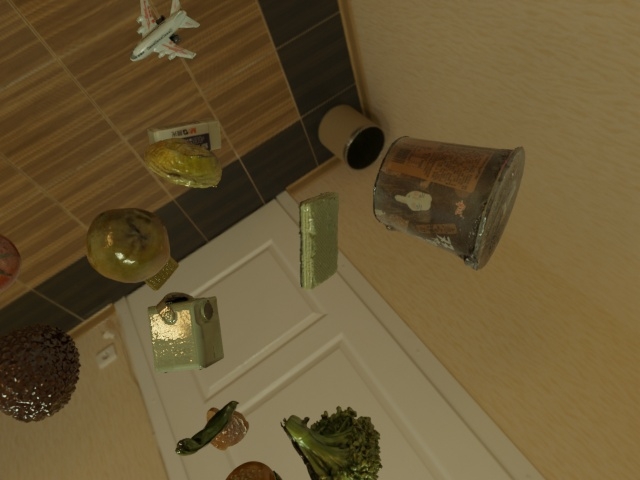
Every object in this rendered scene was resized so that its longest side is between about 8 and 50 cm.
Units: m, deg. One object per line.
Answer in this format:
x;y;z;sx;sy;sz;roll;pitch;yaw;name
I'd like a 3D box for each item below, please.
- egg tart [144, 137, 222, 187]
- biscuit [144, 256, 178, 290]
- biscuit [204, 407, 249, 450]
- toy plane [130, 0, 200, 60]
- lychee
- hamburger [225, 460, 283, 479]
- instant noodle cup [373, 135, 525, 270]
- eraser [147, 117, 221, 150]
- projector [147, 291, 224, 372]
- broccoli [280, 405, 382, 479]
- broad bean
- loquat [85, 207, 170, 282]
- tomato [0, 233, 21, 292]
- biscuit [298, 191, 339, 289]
-0.421;-0.259;1.312;0.098;0.252;0.232;-62;180;32;egg tart
-0.793;0.117;1.983;0.172;0.029;0.254;-55;144;-22;biscuit
-0.254;0.488;1.102;0.140;0.118;0.023;-34;-175;22;biscuit
-0.365;-0.468;0.953;0.171;0.065;0.162;-36;107;12;toy plane
-0.810;0.362;1.177;0.267;0.267;0.267;-23;139;-22;lychee
-0.160;0.605;0.981;0.162;0.162;0.115;-31;124;-12;hamburger
0.223;-0.081;0.747;0.217;0.207;0.217;-37;139;-42;instant noodle cup
-0.551;-0.416;1.712;0.279;0.081;0.124;-23;128;-35;eraser
-0.418;0.277;1.303;0.177;0.242;0.163;-11;175;14;projector
0.051;0.493;1.009;0.180;0.273;0.242;-33;-175;-1;broccoli
-0.260;0.440;0.965;0.195;0.046;0.061;-15;134;-60;broad bean
-0.654;0.018;1.438;0.276;0.276;0.284;-13;177;-32;loquat
-1.272;0.088;1.543;0.265;0.265;0.265;-23;139;-22;tomato
0.000;0.000;0.923;0.121;0.041;0.199;-29;125;-54;biscuit
